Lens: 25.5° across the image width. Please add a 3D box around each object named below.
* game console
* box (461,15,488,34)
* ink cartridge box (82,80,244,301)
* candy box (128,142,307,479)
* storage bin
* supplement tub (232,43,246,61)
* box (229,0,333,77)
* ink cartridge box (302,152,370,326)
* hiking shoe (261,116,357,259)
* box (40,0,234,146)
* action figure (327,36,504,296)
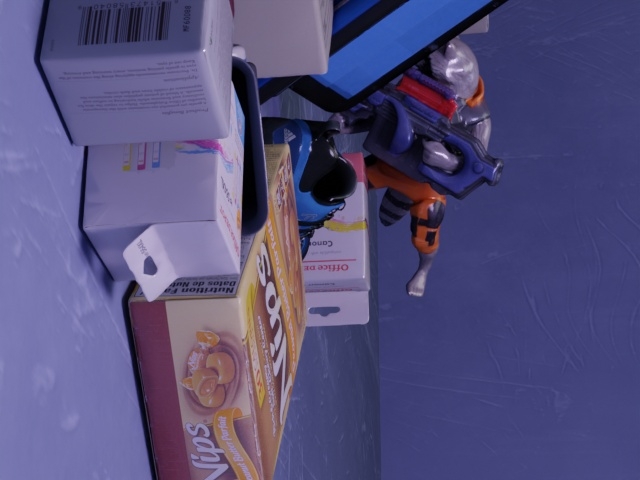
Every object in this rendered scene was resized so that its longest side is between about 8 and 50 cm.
[{"bbox_3d":[0.067,-0.205,1.445,0.173,0.293,0.250,46,26,-22],"label":"game console"},{"bbox_3d":[0.090,-0.340,1.938,0.094,0.275,0.113,77,12,-63],"label":"box"},{"bbox_3d":[-0.102,-0.039,0.949,0.092,0.089,0.143,73,15,-65],"label":"ink cartridge box"},{"bbox_3d":[-0.073,0.059,1.158,0.316,0.087,0.183,-79,164,-66],"label":"candy box"},{"bbox_3d":[-0.084,-0.076,1.080,0.091,0.098,0.135,-61,146,-75],"label":"storage bin"},{"bbox_3d":[-0.091,-0.105,1.158,0.071,0.071,0.107,-66,153,-76],"label":"supplement tub"},{"bbox_3d":[-0.064,-0.274,1.228,0.149,0.126,0.232,-85,170,-52],"label":"box"},{"bbox_3d":[0.000,0.000,1.696,0.067,0.115,0.198,67,21,-72],"label":"ink cartridge box"},{"bbox_3d":[-0.026,-0.035,1.418,0.304,0.132,0.113,66,22,-72],"label":"hiking shoe"},{"bbox_3d":[-0.109,-0.123,0.877,0.087,0.101,0.102,78,11,-55],"label":"box"},{"bbox_3d":[0.087,-0.137,1.812,0.178,0.341,0.330,-28,153,-52],"label":"action figure"}]
